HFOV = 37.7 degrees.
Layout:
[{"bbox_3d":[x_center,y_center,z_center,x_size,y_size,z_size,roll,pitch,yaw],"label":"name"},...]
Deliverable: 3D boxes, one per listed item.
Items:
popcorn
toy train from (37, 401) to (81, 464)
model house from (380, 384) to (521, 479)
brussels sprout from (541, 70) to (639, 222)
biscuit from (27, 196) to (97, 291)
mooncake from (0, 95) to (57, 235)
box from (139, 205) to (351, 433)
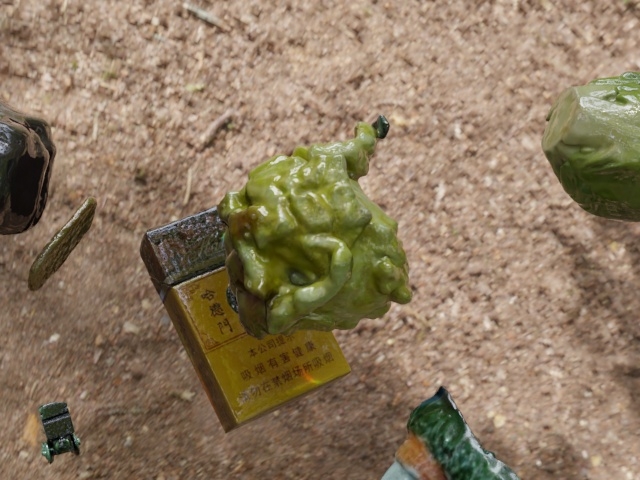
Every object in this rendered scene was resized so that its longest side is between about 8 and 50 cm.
[{"bbox_3d":[-0.009,0.002,1.219,0.237,0.293,0.293,-2,68,-20],"label":"popcorn"},{"bbox_3d":[-0.491,0.355,1.746,0.071,0.170,0.111,-14,86,-21],"label":"toy train"},{"bbox_3d":[0.116,0.336,0.962,0.291,0.253,0.184,-48,52,-6],"label":"model house"},{"bbox_3d":[0.309,-0.089,0.919,0.181,0.161,0.143,14,93,2],"label":"brussels sprout"},{"bbox_3d":[-0.307,0.003,1.119,0.018,0.071,0.147,28,47,1],"label":"biscuit"},{"bbox_3d":[-0.427,-0.107,1.018,0.283,0.283,0.141,15,99,-15],"label":"mooncake"},{"bbox_3d":[-0.154,0.133,1.834,0.264,0.116,0.415,-21,78,-24],"label":"box"}]
